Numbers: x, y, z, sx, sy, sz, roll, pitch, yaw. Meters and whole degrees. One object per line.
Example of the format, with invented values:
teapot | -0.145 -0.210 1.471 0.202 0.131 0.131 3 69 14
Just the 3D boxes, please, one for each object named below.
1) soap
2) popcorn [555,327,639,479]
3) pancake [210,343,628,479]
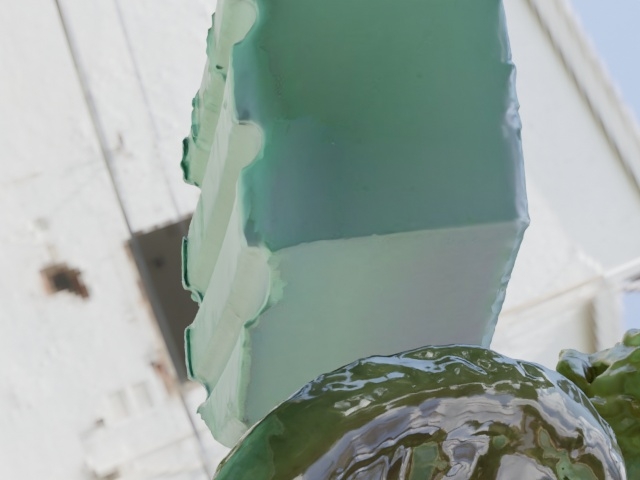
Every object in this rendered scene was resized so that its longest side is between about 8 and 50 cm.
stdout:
soap | 0.000 0.000 1.056 0.446 0.156 0.261 121 -35 -72
popcorn | 0.251 0.190 1.159 0.192 0.233 0.266 -36 123 -79
pancake | 0.044 0.153 0.694 0.050 0.242 0.242 30 -47 54
